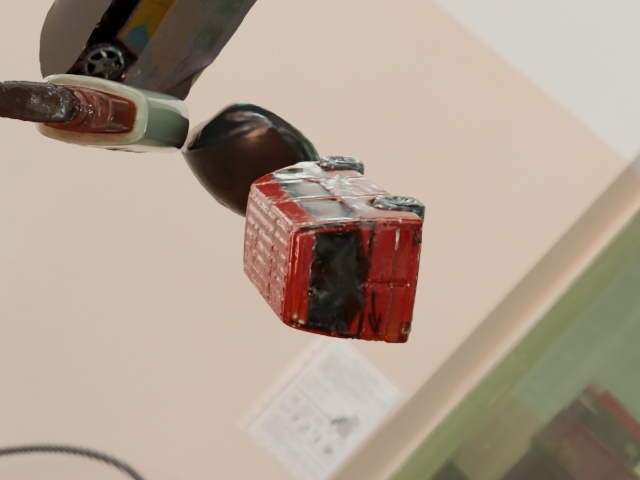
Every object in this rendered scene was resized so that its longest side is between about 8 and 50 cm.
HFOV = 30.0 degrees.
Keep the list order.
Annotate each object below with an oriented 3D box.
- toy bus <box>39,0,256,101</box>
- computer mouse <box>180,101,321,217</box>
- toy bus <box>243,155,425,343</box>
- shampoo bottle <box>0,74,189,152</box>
[{"bbox_3d":[-0.155,-0.300,1.319,0.162,0.386,0.171,18,34,-36],"label":"toy bus"},{"bbox_3d":[-0.085,-0.074,1.298,0.137,0.086,0.269,40,-12,-11],"label":"computer mouse"},{"bbox_3d":[0.000,0.000,0.742,0.089,0.081,0.195,2,14,-15],"label":"toy bus"},{"bbox_3d":[-0.224,-0.126,1.156,0.153,0.071,0.284,9,2,5],"label":"shampoo bottle"}]
